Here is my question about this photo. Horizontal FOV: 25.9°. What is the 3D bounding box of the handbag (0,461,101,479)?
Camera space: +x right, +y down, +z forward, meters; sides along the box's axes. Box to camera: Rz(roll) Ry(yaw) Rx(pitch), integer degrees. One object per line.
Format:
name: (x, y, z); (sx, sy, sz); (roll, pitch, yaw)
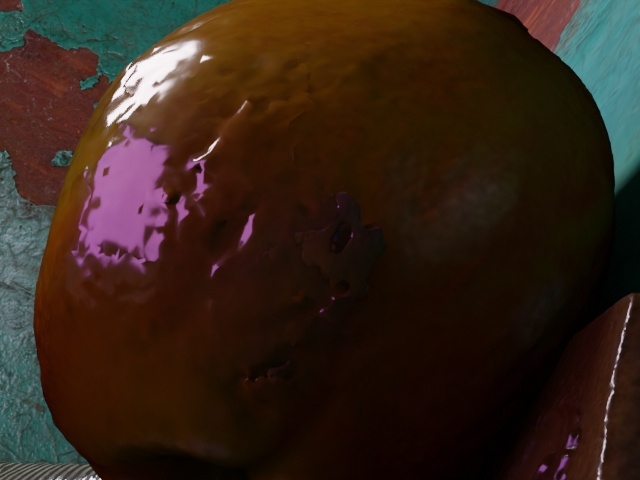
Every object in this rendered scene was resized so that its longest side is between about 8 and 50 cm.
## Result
handbag: (-0.177, 0.312, 0.981); (0.240, 0.247, 0.340); (-12, 25, 28)

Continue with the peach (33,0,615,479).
peach: (0.002, 0.001, 0.794); (0.372, 0.290, 0.372); (-58, 1, 2)

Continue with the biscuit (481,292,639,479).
biscuit: (0.090, 0.131, 0.592); (0.215, 0.034, 0.182); (-62, 1, 41)
